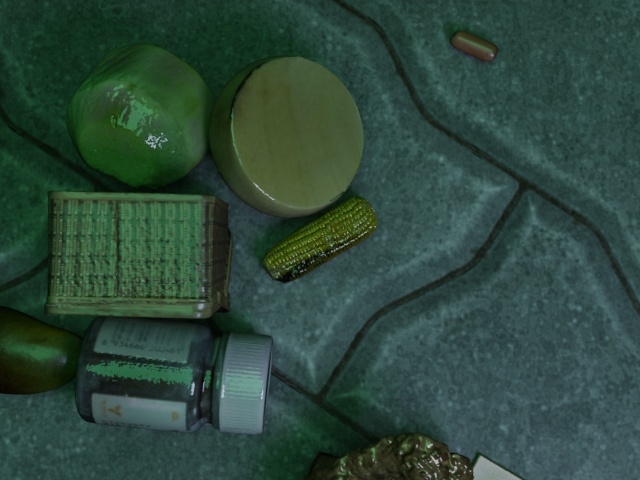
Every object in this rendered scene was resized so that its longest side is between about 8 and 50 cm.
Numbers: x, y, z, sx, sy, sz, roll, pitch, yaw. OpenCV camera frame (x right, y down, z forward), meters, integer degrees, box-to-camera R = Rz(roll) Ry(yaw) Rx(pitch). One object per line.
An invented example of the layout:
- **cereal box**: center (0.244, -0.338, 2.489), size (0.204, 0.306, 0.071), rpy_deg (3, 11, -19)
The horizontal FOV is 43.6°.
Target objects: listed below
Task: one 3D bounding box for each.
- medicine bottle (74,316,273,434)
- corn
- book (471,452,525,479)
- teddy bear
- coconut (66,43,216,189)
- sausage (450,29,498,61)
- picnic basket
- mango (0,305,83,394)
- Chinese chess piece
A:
- **medicine bottle**: center (-0.213, 0.204, 1.201), size (0.273, 0.165, 0.165), rpy_deg (7, 81, -1)
- **corn**: center (0.000, 0.000, 1.287), size (0.203, 0.072, 0.072), rpy_deg (-30, 83, -4)
- **book**: center (0.259, 0.439, 1.252), size (0.118, 0.012, 0.172), rpy_deg (30, 82, 3)
- **teddy bear**: center (0.063, 0.406, 1.147), size (0.296, 0.246, 0.223), rpy_deg (-12, 60, 25)
- **coconut**: center (-0.276, -0.194, 1.250), size (0.235, 0.236, 0.205), rpy_deg (-29, 119, -6)
- **sausage**: center (0.262, -0.331, 1.363), size (0.083, 0.034, 0.034), rpy_deg (24, 81, 3)
- **picnic basket**: center (-0.246, 0.025, 1.159), size (0.227, 0.313, 0.176), rpy_deg (1, 90, -3)
- **mango**: center (-0.481, 0.164, 1.208), size (0.267, 0.111, 0.133), rpy_deg (3, 94, 14)
- **Chinese chess piece**: center (-0.052, -0.160, 1.249), size (0.250, 0.097, 0.251), rpy_deg (3, 84, -30)
